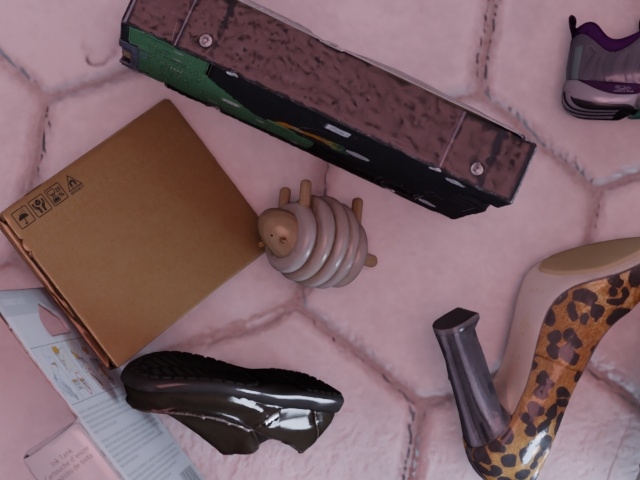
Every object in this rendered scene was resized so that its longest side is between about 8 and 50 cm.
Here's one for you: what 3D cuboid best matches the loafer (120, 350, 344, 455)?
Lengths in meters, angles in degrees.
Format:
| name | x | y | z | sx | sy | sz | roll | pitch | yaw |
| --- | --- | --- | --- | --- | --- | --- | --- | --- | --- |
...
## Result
| name | x | y | z | sx | sy | sz | roll | pitch | yaw |
| --- | --- | --- | --- | --- | --- | --- | --- | --- | --- |
| loafer | -0.075 | 0.149 | 1.429 | 0.220 | 0.080 | 0.078 | 13 | 98 | -36 |

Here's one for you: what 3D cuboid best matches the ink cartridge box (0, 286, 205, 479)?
| name | x | y | z | sx | sy | sz | roll | pitch | yaw |
| --- | --- | --- | --- | --- | --- | --- | --- | --- | --- |
| ink cartridge box | -0.187 | 0.150 | 1.349 | 0.060 | 0.275 | 0.239 | -38 | 87 | 2 |

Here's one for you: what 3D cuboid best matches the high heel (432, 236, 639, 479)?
| name | x | y | z | sx | sy | sz | roll | pitch | yaw |
| --- | --- | --- | --- | --- | --- | --- | --- | --- | --- |
| high heel | 0.234 | 0.110 | 1.515 | 0.261 | 0.093 | 0.186 | -23 | 109 | -16 |

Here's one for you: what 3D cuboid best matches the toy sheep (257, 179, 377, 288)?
| name | x | y | z | sx | sy | sz | roll | pitch | yaw |
| --- | --- | --- | --- | --- | --- | --- | --- | --- | --- |
| toy sheep | 0.000 | 0.000 | 1.477 | 0.132 | 0.091 | 0.091 | 16 | 85 | -32 |

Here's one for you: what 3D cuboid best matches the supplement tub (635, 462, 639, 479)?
| name | x | y | z | sx | sy | sz | roll | pitch | yaw |
| --- | --- | --- | --- | --- | --- | --- | --- | --- | --- |
| supplement tub | 0.419 | 0.116 | 1.449 | 0.228 | 0.228 | 0.316 | 25 | 85 | -5 |

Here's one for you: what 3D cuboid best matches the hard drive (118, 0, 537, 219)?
| name | x | y | z | sx | sy | sz | roll | pitch | yaw |
| --- | --- | --- | --- | --- | --- | --- | --- | --- | --- |
| hard drive | -0.004 | -0.119 | 1.403 | 0.339 | 0.237 | 0.064 | 24 | 85 | -5 |

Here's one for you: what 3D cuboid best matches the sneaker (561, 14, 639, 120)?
| name | x | y | z | sx | sy | sz | roll | pitch | yaw |
| --- | --- | --- | --- | --- | --- | --- | --- | --- | --- |
| sneaker | 0.333 | -0.159 | 1.525 | 0.223 | 0.083 | 0.098 | 3 | 83 | -6 |

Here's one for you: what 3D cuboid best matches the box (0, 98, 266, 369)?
| name | x | y | z | sx | sy | sz | roll | pitch | yaw |
| --- | --- | --- | --- | --- | --- | --- | --- | --- | --- |
| box | -0.156 | -0.008 | 1.446 | 0.201 | 0.021 | 0.164 | -39 | 94 | -33 |
